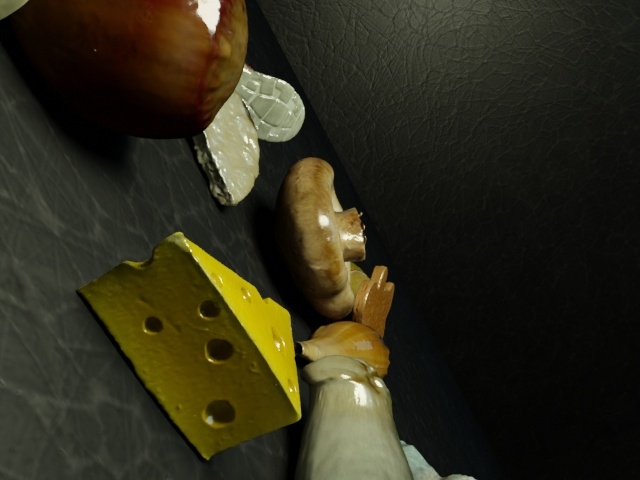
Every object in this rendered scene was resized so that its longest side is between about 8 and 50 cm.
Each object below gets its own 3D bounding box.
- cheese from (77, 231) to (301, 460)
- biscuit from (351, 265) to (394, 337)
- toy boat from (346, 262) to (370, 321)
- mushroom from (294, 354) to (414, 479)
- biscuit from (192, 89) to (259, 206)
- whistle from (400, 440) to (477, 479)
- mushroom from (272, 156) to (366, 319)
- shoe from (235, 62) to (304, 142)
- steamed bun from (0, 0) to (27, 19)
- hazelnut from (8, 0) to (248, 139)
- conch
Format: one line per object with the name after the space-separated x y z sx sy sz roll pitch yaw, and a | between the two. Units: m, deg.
-0.098 0.068 0.485 0.171 0.093 0.126 55 14 -36 | cheese
0.090 0.127 1.121 0.250 0.036 0.165 39 64 -71 | biscuit
0.065 0.106 1.254 0.088 0.089 0.229 6 -50 57 | toy boat
0.021 0.247 0.570 0.177 0.126 0.397 54 15 -8 | mushroom
-0.146 -0.171 0.855 0.133 0.032 0.249 -28 92 -55 | biscuit
0.114 0.348 0.787 0.348 0.189 0.189 44 2 24 | whistle
0.000 0.000 0.974 0.278 0.146 0.278 -9 90 -86 | mushroom
-0.136 -0.236 0.972 0.228 0.099 0.125 34 -4 -25 | shoe
-0.251 -0.237 0.297 0.200 0.155 0.250 66 8 11 | steamed bun
-0.173 -0.195 0.552 0.208 0.208 0.208 60 11 -20 | hazelnut
0.046 0.168 0.942 0.109 0.093 0.330 69 12 23 | conch
